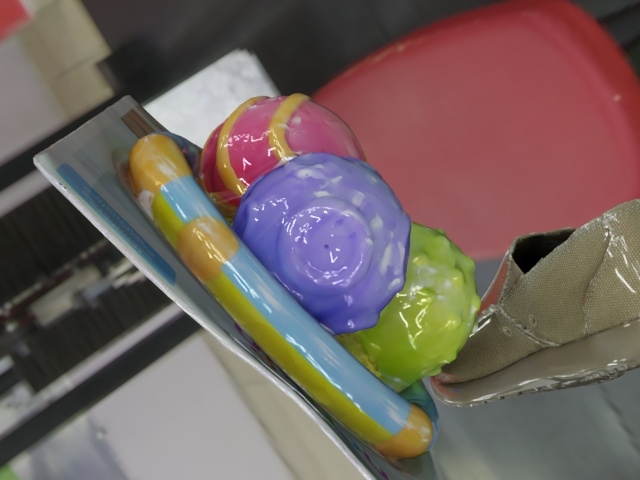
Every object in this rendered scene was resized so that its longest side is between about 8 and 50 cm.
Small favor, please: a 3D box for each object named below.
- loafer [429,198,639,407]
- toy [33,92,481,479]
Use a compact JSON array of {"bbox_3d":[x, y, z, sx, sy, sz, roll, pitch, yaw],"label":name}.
[{"bbox_3d":[0.078,0.022,0.515,0.148,0.056,0.050,-26,73,62],"label":"loafer"},{"bbox_3d":[0.000,0.000,0.447,0.137,0.056,0.237,44,-178,-7],"label":"toy"}]
